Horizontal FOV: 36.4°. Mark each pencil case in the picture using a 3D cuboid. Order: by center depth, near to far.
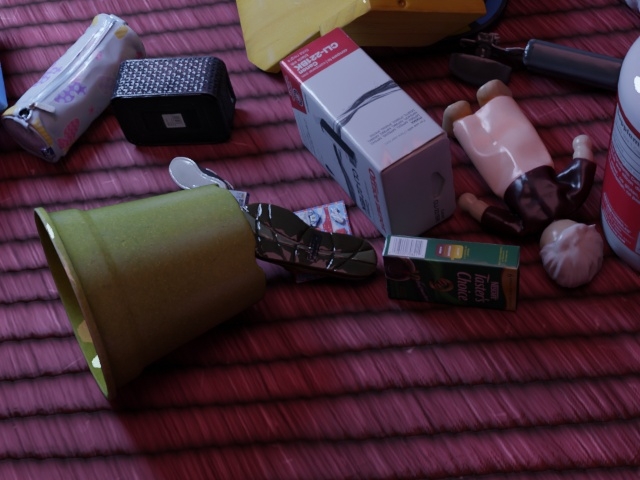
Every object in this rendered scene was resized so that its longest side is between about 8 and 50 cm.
[{"bbox_3d":[-0.415,-0.260,1.645,0.113,0.124,0.273,24,62,24],"label":"pencil case"}]

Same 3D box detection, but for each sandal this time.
[{"bbox_3d":[-0.025,0.012,1.420,0.219,0.060,0.090,15,61,3],"label":"sandal"}]

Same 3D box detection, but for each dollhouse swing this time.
[{"bbox_3d":[0.052,-0.468,1.658,0.315,0.305,0.347,-5,74,-27],"label":"dollhouse swing"}]

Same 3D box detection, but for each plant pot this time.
[{"bbox_3d":[-0.223,0.045,1.339,0.253,0.276,0.276,-21,54,-19],"label":"plant pot"}]

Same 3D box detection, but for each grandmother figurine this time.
[{"bbox_3d":[0.308,-0.081,1.416,0.207,0.104,0.342,-35,56,19],"label":"grandmother figurine"}]

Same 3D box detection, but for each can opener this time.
[{"bbox_3d":[0.350,-0.279,1.565,0.280,0.074,0.093,13,94,20],"label":"can opener"}]

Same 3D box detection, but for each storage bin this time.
[{"bbox_3d":[-0.238,-0.226,1.590,0.180,0.122,0.084,0,55,10],"label":"storage bin"}]

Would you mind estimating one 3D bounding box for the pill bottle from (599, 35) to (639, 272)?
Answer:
[{"bbox_3d":[0.484,-0.138,1.226,0.228,0.408,0.229,-5,55,7],"label":"pill bottle"}]

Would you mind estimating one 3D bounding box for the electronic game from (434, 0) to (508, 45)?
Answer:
[{"bbox_3d":[0.211,-0.425,1.693,0.229,0.048,0.229,-5,55,7],"label":"electronic game"}]

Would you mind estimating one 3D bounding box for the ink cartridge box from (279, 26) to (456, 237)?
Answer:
[{"bbox_3d":[0.071,-0.150,1.437,0.114,0.197,0.273,-33,56,-11],"label":"ink cartridge box"}]

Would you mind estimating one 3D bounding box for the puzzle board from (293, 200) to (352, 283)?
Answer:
[{"bbox_3d":[0.000,0.000,1.460,0.096,0.011,0.128,-13,54,1],"label":"puzzle board"}]

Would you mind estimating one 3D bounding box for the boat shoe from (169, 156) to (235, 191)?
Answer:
[{"bbox_3d":[-0.187,-0.095,1.543,0.125,0.038,0.046,25,95,28],"label":"boat shoe"}]

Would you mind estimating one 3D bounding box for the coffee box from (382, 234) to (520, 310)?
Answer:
[{"bbox_3d":[0.181,0.045,1.336,0.184,0.113,0.040,6,56,12],"label":"coffee box"}]

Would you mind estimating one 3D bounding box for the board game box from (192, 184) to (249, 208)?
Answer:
[{"bbox_3d":[-0.159,-0.034,1.485,0.090,0.020,0.090,9,84,15],"label":"board game box"}]

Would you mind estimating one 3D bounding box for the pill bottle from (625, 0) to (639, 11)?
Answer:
[{"bbox_3d":[0.540,-0.442,1.617,0.094,0.094,0.169,-13,55,1],"label":"pill bottle"}]

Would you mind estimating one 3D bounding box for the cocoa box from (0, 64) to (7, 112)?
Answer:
[{"bbox_3d":[-0.699,-0.318,1.631,0.231,0.228,0.347,-36,52,20],"label":"cocoa box"}]
